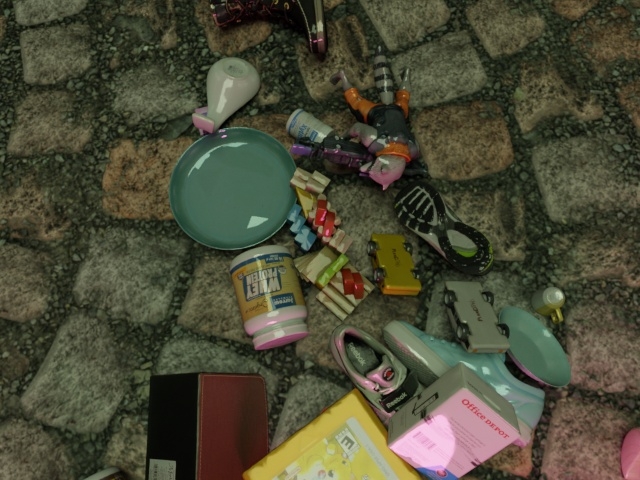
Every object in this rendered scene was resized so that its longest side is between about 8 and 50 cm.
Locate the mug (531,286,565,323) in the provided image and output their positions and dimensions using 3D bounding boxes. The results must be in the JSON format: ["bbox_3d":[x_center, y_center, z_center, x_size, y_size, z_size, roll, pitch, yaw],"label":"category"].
[{"bbox_3d":[0.511,0.135,1.210,0.078,0.064,0.062,41,79,13],"label":"mug"}]

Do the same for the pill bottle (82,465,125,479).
[{"bbox_3d":[-0.421,0.578,1.102,0.117,0.117,0.215,-28,74,-5],"label":"pill bottle"}]

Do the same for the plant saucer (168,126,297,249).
[{"bbox_3d":[-0.208,-0.125,1.342,0.317,0.044,0.318,-1,74,3],"label":"plant saucer"}]

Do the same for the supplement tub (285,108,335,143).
[{"bbox_3d":[-0.026,-0.271,1.360,0.107,0.071,0.071,34,78,13],"label":"supplement tub"}]

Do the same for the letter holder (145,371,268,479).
[{"bbox_3d":[-0.226,0.430,1.135,0.151,0.214,0.302,-12,71,33],"label":"letter holder"}]

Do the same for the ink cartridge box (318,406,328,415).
[{"bbox_3d":[0.040,0.495,1.135,0.232,0.066,0.189,40,80,9],"label":"ink cartridge box"}]

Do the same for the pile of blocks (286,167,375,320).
[{"bbox_3d":[0.000,0.000,1.229,0.148,0.113,0.363,-22,81,-9],"label":"pile of blocks"}]

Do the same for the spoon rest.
[{"bbox_3d":[-0.244,-0.365,1.385,0.137,0.084,0.277,23,53,-1],"label":"spoon rest"}]

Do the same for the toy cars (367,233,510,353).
[{"bbox_3d":[0.234,0.120,1.180,0.393,0.087,0.176,34,43,29],"label":"toy cars"}]

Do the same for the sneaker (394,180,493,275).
[{"bbox_3d":[0.278,-0.019,1.253,0.111,0.121,0.300,-40,56,6],"label":"sneaker"}]

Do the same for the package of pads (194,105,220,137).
[{"bbox_3d":[-0.288,-0.301,1.405,0.050,0.032,0.084,-16,73,1],"label":"package of pads"}]

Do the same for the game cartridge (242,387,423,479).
[{"bbox_3d":[0.052,0.501,1.054,0.285,0.053,0.324,-35,70,-8],"label":"game cartridge"}]

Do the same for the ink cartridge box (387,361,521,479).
[{"bbox_3d":[0.249,0.351,1.043,0.148,0.086,0.203,40,113,-9],"label":"ink cartridge box"}]

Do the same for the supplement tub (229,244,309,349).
[{"bbox_3d":[-0.110,0.125,1.207,0.144,0.144,0.200,-17,73,-2],"label":"supplement tub"}]

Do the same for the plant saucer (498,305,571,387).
[{"bbox_3d":[0.439,0.229,1.158,0.194,0.037,0.195,24,37,-20],"label":"plant saucer"}]

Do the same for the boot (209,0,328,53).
[{"bbox_3d":[-0.143,-0.615,1.436,0.283,0.138,0.378,-14,69,-2],"label":"boot"}]

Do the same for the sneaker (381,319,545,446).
[{"bbox_3d":[0.303,0.262,1.161,0.365,0.135,0.150,38,70,5],"label":"sneaker"}]

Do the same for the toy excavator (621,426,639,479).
[{"bbox_3d":[0.633,0.619,0.956,0.222,0.433,0.446,7,102,6],"label":"toy excavator"}]

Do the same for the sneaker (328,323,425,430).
[{"bbox_3d":[0.139,0.304,1.141,0.330,0.146,0.122,42,78,12],"label":"sneaker"}]

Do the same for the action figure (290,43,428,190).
[{"bbox_3d":[0.105,-0.271,1.264,0.340,0.179,0.331,0,62,-19],"label":"action figure"}]
